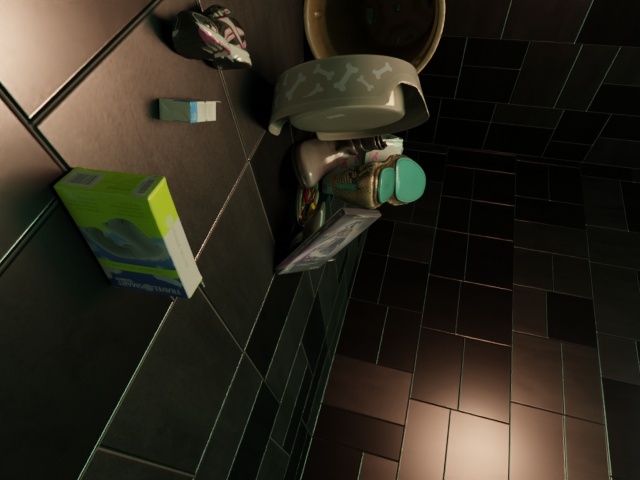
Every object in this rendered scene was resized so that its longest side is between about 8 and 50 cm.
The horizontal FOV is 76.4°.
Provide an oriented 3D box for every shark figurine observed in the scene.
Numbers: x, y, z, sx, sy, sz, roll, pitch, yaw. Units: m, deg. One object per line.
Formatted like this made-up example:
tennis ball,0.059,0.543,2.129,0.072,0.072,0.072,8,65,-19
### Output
shark figurine,-0.009,0.025,1.303,0.166,0.116,0.278,-54,161,-28

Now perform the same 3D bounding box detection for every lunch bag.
lunch bag,0.147,-0.269,1.426,0.160,0.263,0.223,-57,155,-59

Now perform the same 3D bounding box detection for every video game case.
video game case,0.022,0.004,1.126,0.274,0.026,0.196,-41,159,29

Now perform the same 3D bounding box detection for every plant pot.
plant pot,0.168,-0.591,1.050,0.305,0.335,0.333,-56,154,-49

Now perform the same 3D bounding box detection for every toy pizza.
toy pizza,-0.033,-0.140,1.270,0.201,0.032,0.201,10,90,-77

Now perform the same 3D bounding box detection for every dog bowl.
dog bowl,0.056,-0.300,0.889,0.349,0.350,0.102,-18,104,-75

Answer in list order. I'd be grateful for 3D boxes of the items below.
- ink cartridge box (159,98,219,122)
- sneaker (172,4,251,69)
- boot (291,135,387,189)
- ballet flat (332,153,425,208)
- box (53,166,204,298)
ink cartridge box,-0.180,-0.183,0.571,0.083,0.048,0.028,-49,147,-65
sneaker,-0.156,-0.299,0.580,0.178,0.072,0.077,-59,145,-76
boot,0.061,-0.252,1.121,0.338,0.223,0.118,-66,143,-56
ballet flat,0.177,-0.185,1.249,0.483,0.182,0.163,-19,113,-59
box,-0.208,0.004,0.466,0.178,0.109,0.042,87,14,-44
